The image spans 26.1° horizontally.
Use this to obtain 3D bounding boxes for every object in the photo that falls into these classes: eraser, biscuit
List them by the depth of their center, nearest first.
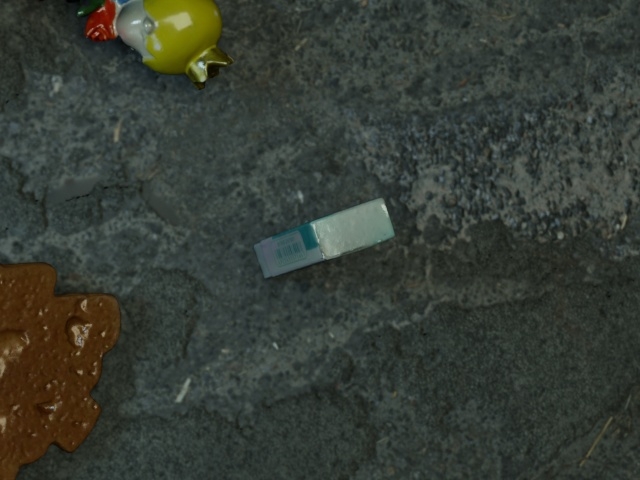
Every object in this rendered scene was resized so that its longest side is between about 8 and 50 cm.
[{"bbox_3d":[-0.363,0.118,1.527,0.306,0.043,0.284,49,63,-25],"label":"biscuit"},{"bbox_3d":[0.000,0.000,1.605,0.095,0.225,0.052,-20,90,-20],"label":"eraser"}]

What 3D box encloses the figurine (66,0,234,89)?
[{"bbox_3d":[-0.223,-0.269,1.628,0.185,0.127,0.234,-30,103,-15],"label":"figurine"}]
